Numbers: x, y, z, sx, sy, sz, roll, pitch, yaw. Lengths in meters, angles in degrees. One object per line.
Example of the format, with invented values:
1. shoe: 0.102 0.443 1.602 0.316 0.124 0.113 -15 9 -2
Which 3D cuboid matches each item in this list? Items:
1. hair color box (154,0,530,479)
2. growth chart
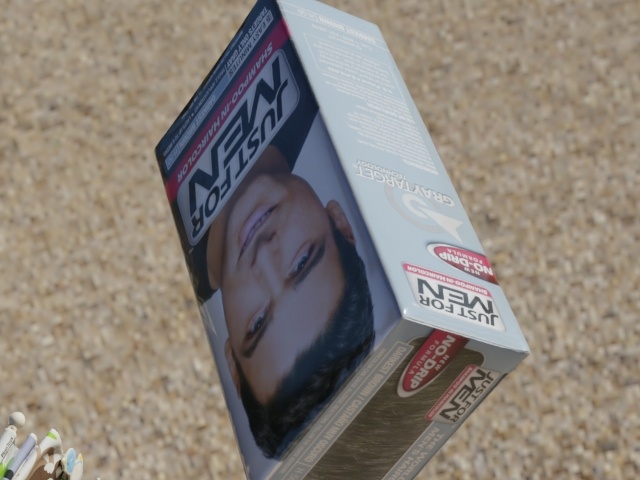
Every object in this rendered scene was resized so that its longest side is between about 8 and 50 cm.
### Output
1. hair color box: 0.000 0.000 1.276 0.113 0.185 0.374 18 34 -32
2. growth chart: -0.257 0.259 1.580 0.021 0.237 0.172 6 58 25
